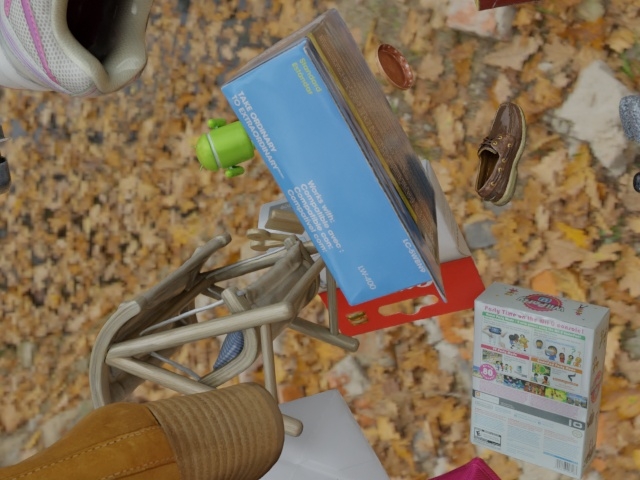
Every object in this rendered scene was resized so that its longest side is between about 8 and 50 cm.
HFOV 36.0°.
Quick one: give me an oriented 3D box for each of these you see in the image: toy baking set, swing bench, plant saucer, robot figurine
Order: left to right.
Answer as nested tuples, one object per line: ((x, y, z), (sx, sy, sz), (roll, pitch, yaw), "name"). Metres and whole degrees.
((-0.152, -0.154, 1.612), (0.115, 0.067, 0.101), (-21, 91, -3), "robot figurine")
((-0.109, 0.097, 1.174), (0.254, 0.253, 0.165), (2, 109, 17), "swing bench")
((0.004, -0.002, 1.514), (0.196, 0.256, 0.030), (-18, 60, 46), "toy baking set")
((0.115, -0.274, 1.565), (0.013, 0.083, 0.084), (-32, 69, 38), "plant saucer")

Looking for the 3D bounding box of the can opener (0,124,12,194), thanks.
((-0.468, -0.102, 1.264), (0.283, 0.076, 0.095), (5, 111, 55), "can opener")

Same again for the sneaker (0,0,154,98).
((-0.123, -0.188, 0.521), (0.111, 0.103, 0.252), (27, 126, 32), "sneaker")

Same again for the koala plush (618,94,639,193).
((0.576, -0.116, 1.558), (0.203, 0.196, 0.221), (4, 98, 11), "koala plush")

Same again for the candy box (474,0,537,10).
((0.177, -0.277, 0.874), (0.109, 0.053, 0.187), (-8, 44, 4), "candy box")

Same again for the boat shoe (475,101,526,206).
((0.292, -0.147, 1.611), (0.064, 0.060, 0.178), (-10, 65, 58), "boat shoe")

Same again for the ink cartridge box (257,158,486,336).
((0.106, 0.053, 1.745), (0.308, 0.385, 0.091), (-15, 42, 18), "ink cartridge box")

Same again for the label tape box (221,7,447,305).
((0.016, -0.077, 0.931), (0.105, 0.334, 0.241), (-28, 103, 13), "label tape box")

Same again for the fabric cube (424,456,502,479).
((0.078, 0.370, 0.748), (0.254, 0.258, 0.259), (46, 135, -8), "fabric cube")

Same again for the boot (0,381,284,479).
((-0.160, 0.182, 0.550), (0.104, 0.211, 0.295), (57, 136, 24), "boot")

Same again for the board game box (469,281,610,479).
((0.390, 0.249, 1.779), (0.224, 0.097, 0.304), (13, 118, 31), "board game box")

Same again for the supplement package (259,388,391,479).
((-0.034, 0.351, 1.150), (0.175, 0.177, 0.293), (-124, 29, -44), "supplement package")
